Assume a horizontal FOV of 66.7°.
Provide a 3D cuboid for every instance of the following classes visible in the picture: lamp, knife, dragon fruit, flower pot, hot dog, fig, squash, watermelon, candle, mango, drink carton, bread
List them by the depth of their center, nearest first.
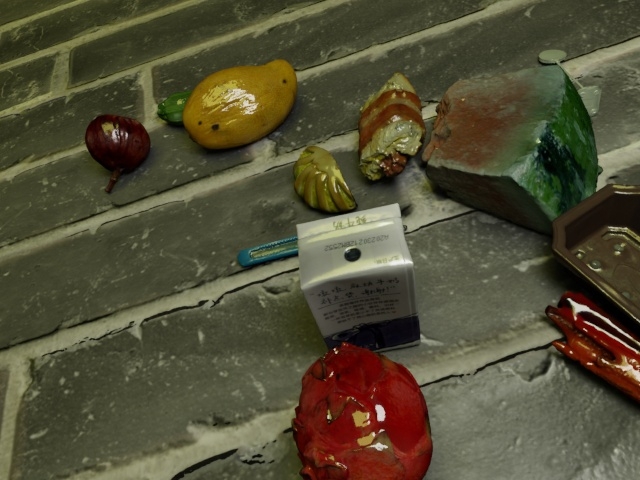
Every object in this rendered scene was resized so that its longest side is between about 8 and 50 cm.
[{"bbox_3d":[0.047,0.220,0.575,0.172,0.172,0.210,-4,57,11],"label":"dragon fruit"},{"bbox_3d":[0.410,0.172,0.589,0.084,0.059,0.301,-48,57,-3],"label":"candle"},{"bbox_3d":[0.056,0.064,0.648,0.134,0.222,0.102,-10,54,7],"label":"drink carton"},{"bbox_3d":[0.441,0.047,0.654,0.178,0.084,0.251,-32,53,-8],"label":"flower pot"},{"bbox_3d":[0.302,-0.158,0.787,0.301,0.151,0.264,16,62,23],"label":"watermelon"},{"bbox_3d":[0.000,-0.001,0.831,0.296,0.026,0.044,-15,65,3],"label":"knife"},{"bbox_3d":[-0.003,-0.109,0.881,0.094,0.083,0.157,-26,54,10],"label":"bread"},{"bbox_3d":[0.130,-0.201,0.888,0.146,0.103,0.213,-33,37,44],"label":"hot dog"},{"bbox_3d":[0.471,-0.308,0.932,0.050,0.056,0.198,-11,43,7],"label":"lamp"},{"bbox_3d":[-0.159,-0.283,0.996,0.262,0.109,0.157,-32,87,-5],"label":"mango"},{"bbox_3d":[-0.433,-0.195,1.012,0.128,0.128,0.150,21,60,25],"label":"fig"},{"bbox_3d":[-0.257,-0.306,1.080,0.218,0.068,0.078,-12,74,5],"label":"squash"}]
